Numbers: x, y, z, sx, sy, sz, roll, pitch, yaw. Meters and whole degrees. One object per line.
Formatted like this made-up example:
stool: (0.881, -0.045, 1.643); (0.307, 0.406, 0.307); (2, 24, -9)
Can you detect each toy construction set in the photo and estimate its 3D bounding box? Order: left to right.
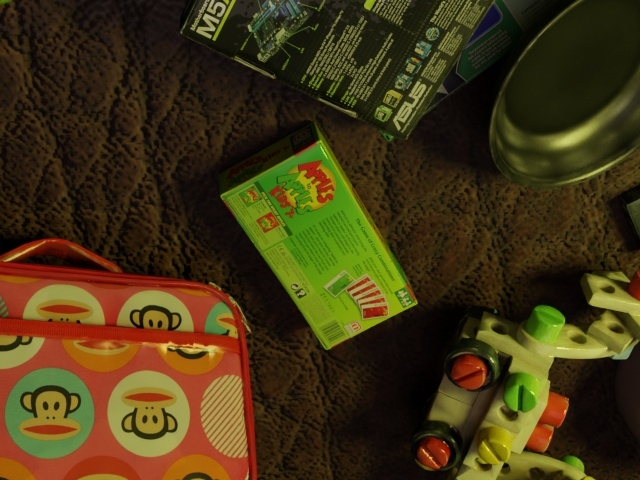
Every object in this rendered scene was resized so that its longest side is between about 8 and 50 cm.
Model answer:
toy construction set: (0.205, 0.168, 0.824); (0.215, 0.151, 0.327); (21, 108, 8)

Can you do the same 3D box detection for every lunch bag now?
lunch bag: (-0.199, 0.121, 0.697); (0.293, 0.258, 0.120); (7, 154, -27)

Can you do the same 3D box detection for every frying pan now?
frying pan: (0.213, -0.168, 0.644); (0.197, 0.053, 0.326); (-15, 138, -18)

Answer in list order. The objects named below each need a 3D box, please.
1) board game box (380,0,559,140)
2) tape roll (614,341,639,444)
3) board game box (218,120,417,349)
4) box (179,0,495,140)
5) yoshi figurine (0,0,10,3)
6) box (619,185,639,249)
board game box: (0.113, -0.246, 0.636); (0.317, 0.046, 0.213); (-36, 117, 12)
tape roll: (0.394, 0.150, 0.883); (0.189, 0.080, 0.189); (-3, 119, -6)
board game box: (0.000, 0.000, 0.760); (0.092, 0.043, 0.181); (-28, 120, 7)
box: (0.026, -0.186, 0.607); (0.184, 0.045, 0.190); (23, 115, -17)
yoshi figurine: (-0.279, -0.292, 0.483); (0.203, 0.203, 0.362); (-3, 123, 12)
box: (0.318, -0.030, 0.804); (0.083, 0.018, 0.067); (-27, 120, 8)
